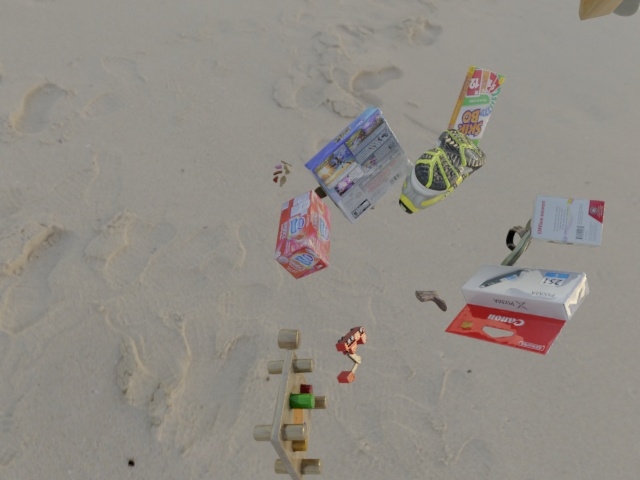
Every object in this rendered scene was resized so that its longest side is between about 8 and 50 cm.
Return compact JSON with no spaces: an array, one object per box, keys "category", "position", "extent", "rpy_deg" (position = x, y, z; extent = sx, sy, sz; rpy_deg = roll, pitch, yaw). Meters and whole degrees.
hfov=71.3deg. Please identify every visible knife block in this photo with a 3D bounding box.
[{"category":"knife block","position":[0.779,-0.691,1.141],"extent":[0.088,0.275,0.242],"rpy_deg":[-10,40,6]}]

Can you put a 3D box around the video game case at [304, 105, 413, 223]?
[{"category":"video game case","position":[0.123,-0.225,1.360],"extent":[0.244,0.269,0.061],"rpy_deg":[49,-3,-35]}]

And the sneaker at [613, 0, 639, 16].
[{"category":"sneaker","position":[1.055,-0.852,1.457],"extent":[0.102,0.161,0.282],"rpy_deg":[36,12,8]}]

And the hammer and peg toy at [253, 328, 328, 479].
[{"category":"hammer and peg toy","position":[-0.059,0.431,1.214],"extent":[0.128,0.265,0.361],"rpy_deg":[-6,38,12]}]

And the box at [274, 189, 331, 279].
[{"category":"box","position":[-0.051,-0.021,1.430],"extent":[0.122,0.128,0.256],"rpy_deg":[47,32,-36]}]

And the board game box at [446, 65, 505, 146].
[{"category":"board game box","position":[0.476,-0.401,1.403],"extent":[0.124,0.259,0.039],"rpy_deg":[5,27,-25]}]

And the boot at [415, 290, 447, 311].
[{"category":"boot","position":[0.438,0.242,1.779],"extent":[0.114,0.037,0.106],"rpy_deg":[5,38,-36]}]

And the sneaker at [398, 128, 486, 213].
[{"category":"sneaker","position":[0.331,-0.196,1.240],"extent":[0.145,0.147,0.385],"rpy_deg":[49,46,11]}]

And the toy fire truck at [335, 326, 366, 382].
[{"category":"toy fire truck","position":[0.113,0.406,1.595],"extent":[0.192,0.047,0.135],"rpy_deg":[-29,101,-51]}]

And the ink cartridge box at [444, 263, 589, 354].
[{"category":"ink cartridge box","position":[0.516,0.170,1.208],"extent":[0.261,0.296,0.066],"rpy_deg":[-37,113,-30]}]

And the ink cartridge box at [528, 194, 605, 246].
[{"category":"ink cartridge box","position":[0.702,-0.055,1.281],"extent":[0.175,0.072,0.127],"rpy_deg":[8,85,18]}]

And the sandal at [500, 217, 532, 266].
[{"category":"sandal","position":[0.708,-0.006,1.601],"extent":[0.086,0.120,0.303],"rpy_deg":[33,48,23]}]

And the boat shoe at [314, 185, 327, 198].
[{"category":"boat shoe","position":[0.025,-0.200,1.624],"extent":[0.050,0.135,0.045],"rpy_deg":[42,39,-15]}]

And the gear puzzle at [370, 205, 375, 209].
[{"category":"gear puzzle","position":[0.146,-0.290,1.943],"extent":[0.176,0.044,0.338],"rpy_deg":[-1,66,-24]}]

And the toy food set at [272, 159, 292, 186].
[{"category":"toy food set","position":[-0.181,-0.310,2.047],"extent":[0.078,0.122,0.019],"rpy_deg":[25,29,-16]}]
